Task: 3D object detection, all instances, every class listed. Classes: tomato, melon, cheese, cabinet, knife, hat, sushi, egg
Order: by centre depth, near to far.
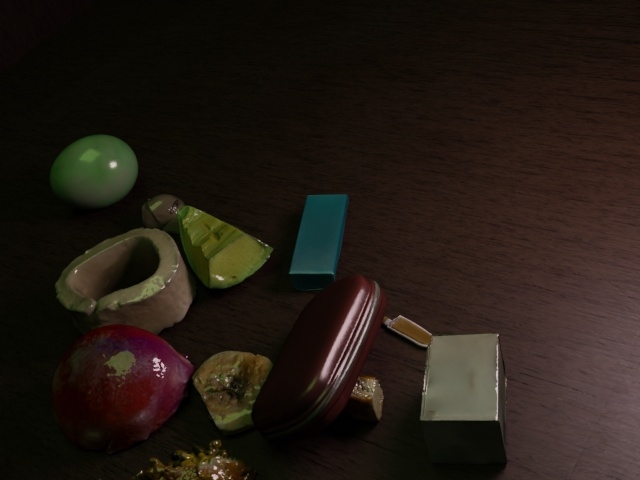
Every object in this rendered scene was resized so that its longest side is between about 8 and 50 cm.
[{"bbox_3d":[0.280,0.305,1.572,0.150,0.145,0.206,-4,42,17],"label":"cabinet"},{"bbox_3d":[-0.276,0.482,1.596,0.296,0.167,0.179,-20,62,10],"label":"sushi"},{"bbox_3d":[-0.471,0.317,1.837,0.334,0.176,0.290,4,48,24],"label":"tomato"},{"bbox_3d":[0.173,0.187,1.842,0.046,0.022,0.256,-39,44,-27],"label":"knife"},{"bbox_3d":[-0.499,0.123,2.076,0.332,0.153,0.292,-27,40,-7],"label":"cheese"},{"bbox_3d":[-0.277,0.002,2.152,0.196,0.124,0.323,-31,35,-16],"label":"melon"},{"bbox_3d":[-0.416,-0.090,2.335,0.175,0.085,0.147,6,45,29],"label":"hat"},{"bbox_3d":[-0.689,-0.205,2.467,0.269,0.220,0.220,-30,41,-1],"label":"egg"}]

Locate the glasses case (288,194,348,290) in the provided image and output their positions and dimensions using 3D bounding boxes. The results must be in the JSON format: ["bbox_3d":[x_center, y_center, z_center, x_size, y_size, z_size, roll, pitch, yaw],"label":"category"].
[{"bbox_3d":[0.002,0.000,2.088,0.117,0.070,0.301,0,42,12],"label":"glasses case"}]

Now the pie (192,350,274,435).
[{"bbox_3d":[-0.183,0.327,1.805,0.185,0.052,0.218,-28,43,-18],"label":"pie"}]

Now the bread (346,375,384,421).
[{"bbox_3d":[0.089,0.328,1.672,0.070,0.083,0.077,-4,42,22],"label":"bread"}]

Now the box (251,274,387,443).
[{"bbox_3d":[0.003,0.245,1.708,0.263,0.108,0.404,-31,23,46],"label":"box"}]
